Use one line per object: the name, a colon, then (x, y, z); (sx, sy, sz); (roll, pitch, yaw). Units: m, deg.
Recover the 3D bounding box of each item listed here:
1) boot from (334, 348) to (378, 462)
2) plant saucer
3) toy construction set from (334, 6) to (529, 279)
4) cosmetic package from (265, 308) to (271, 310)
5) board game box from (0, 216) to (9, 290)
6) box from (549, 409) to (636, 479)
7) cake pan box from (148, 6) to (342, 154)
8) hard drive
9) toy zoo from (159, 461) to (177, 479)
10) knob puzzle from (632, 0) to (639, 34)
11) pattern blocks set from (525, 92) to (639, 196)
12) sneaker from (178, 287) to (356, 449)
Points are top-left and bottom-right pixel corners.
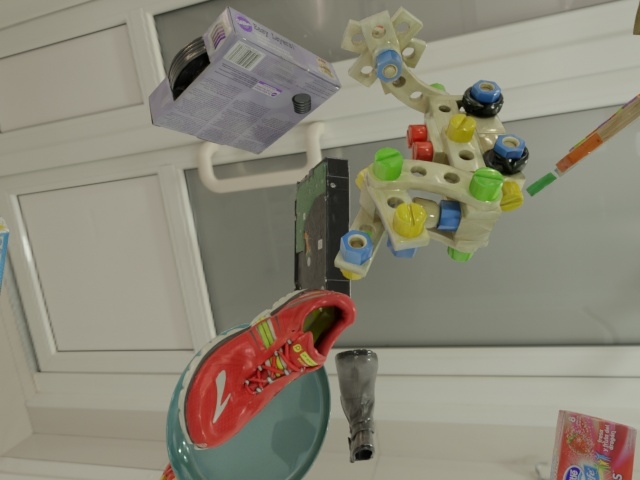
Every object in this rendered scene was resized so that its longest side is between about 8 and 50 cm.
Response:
boot: (0.108, 0.445, 1.302); (0.338, 0.118, 0.222); (76, 9, -50)
plant saucer: (-0.124, 0.298, 0.863); (0.043, 0.318, 0.317); (54, 36, -53)
toy construction set: (0.116, -0.112, 0.571); (0.151, 0.215, 0.327); (92, -4, -65)
cosmetic package: (-0.083, 0.171, 0.795); (0.115, 0.060, 0.041); (-65, 161, -44)
board game box: (-0.411, 0.041, 0.542); (0.104, 0.154, 0.026); (-9, 52, -46)
box: (0.602, 0.551, 1.115); (0.154, 0.142, 0.299); (39, 62, -65)
cake pan box: (-0.138, -0.266, 0.891); (0.267, 0.246, 0.070); (7, 58, -48)
hard drive: (0.000, 0.000, 1.157); (0.237, 0.064, 0.338); (154, -64, -67)
toy zoo: (-0.310, 0.537, 1.224); (0.030, 0.192, 0.293); (53, 1, -4)
knob puzzle: (0.464, -0.324, 0.540); (0.030, 0.213, 0.213); (-59, 142, -37)
pattern blocks set: (0.452, -0.179, 0.747); (0.286, 0.325, 0.026); (-27, 75, -39)
sneaker: (-0.057, 0.144, 0.623); (0.279, 0.118, 0.107); (-42, 111, -38)
